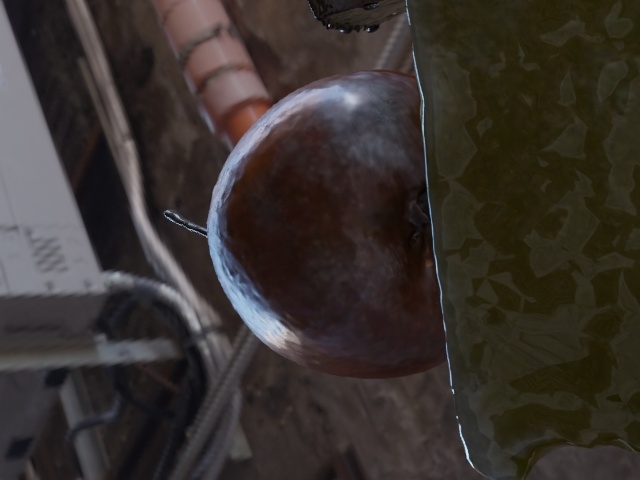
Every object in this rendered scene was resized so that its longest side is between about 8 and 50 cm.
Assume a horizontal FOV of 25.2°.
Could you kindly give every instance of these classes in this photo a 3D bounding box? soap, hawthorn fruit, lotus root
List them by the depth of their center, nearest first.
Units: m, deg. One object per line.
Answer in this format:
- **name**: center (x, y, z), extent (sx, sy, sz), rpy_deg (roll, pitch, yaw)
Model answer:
- **soap**: center (0.112, -0.086, 0.440), extent (0.091, 0.315, 0.199), rpy_deg (3, -62, 20)
- **hawthorn fruit**: center (0.033, -0.005, 1.100), extent (0.231, 0.235, 0.263), rpy_deg (-25, -12, -12)
- **lotus root**: center (0.076, -0.247, 1.321), extent (0.170, 0.074, 0.261), rpy_deg (-18, 4, 7)
